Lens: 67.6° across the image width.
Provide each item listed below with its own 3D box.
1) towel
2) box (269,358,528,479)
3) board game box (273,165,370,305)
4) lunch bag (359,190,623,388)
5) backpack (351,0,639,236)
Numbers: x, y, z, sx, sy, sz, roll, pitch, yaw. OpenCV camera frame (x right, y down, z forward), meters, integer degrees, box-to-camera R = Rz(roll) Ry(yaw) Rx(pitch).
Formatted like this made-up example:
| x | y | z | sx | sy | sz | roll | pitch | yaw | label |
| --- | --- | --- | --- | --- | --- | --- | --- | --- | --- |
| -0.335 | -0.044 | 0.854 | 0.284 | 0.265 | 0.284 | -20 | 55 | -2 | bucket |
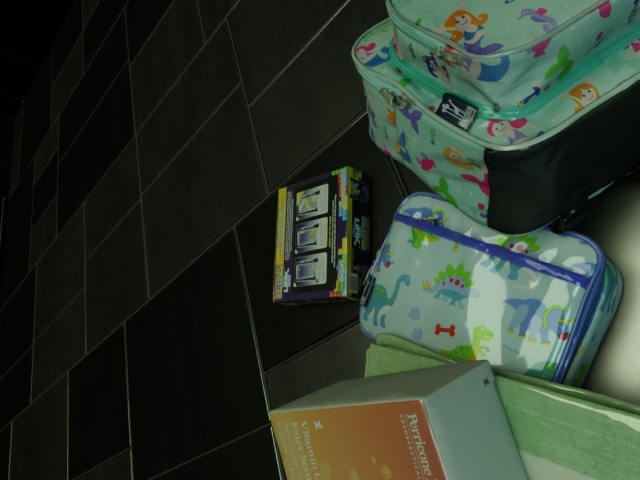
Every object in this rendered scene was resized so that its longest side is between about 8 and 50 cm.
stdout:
| x | y | z | sx | sy | sz | roll | pitch | yaw | label |
| --- | --- | --- | --- | --- | --- | --- | --- | --- | --- |
| 0.133 | 0.258 | 0.397 | 0.248 | 0.038 | 0.324 | 6 | 100 | 46 | towel |
| 0.057 | 0.176 | 0.371 | 0.171 | 0.091 | 0.129 | -27 | 76 | 45 | box |
| 0.000 | 0.000 | 0.651 | 0.141 | 0.048 | 0.170 | -11 | 72 | 45 | board game box |
| 0.150 | 0.050 | 0.462 | 0.219 | 0.090 | 0.175 | 27 | 96 | 44 | lunch bag |
| 0.153 | -0.152 | 0.422 | 0.225 | 0.191 | 0.253 | -32 | 40 | -10 | backpack |
